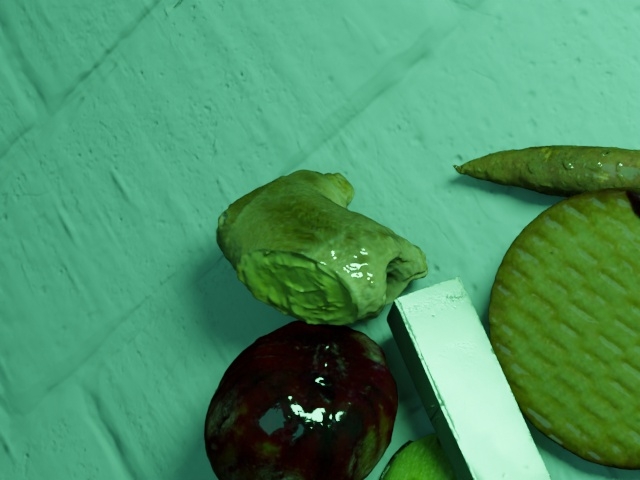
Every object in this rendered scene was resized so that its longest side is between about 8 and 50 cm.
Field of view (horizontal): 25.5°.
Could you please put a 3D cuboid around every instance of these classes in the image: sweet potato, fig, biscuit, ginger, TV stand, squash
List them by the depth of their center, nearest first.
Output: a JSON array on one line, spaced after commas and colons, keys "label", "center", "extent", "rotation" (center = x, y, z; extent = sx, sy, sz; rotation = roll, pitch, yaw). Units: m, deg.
[{"label": "biscuit", "center": [0.334, 0.099, 1.565], "extent": [0.317, 0.040, 0.318], "rotation": [3, 96, 32]}, {"label": "sweet potato", "center": [0.296, -0.080, 1.615], "extent": [0.314, 0.066, 0.072], "rotation": [9, 131, 30]}, {"label": "TV stand", "center": [0.170, 0.186, 1.635], "extent": [0.088, 0.083, 0.270], "rotation": [-18, 71, -13]}, {"label": "squash", "center": [0.129, 0.320, 1.660], "extent": [0.191, 0.085, 0.184], "rotation": [15, 93, 29]}, {"label": "fig", "center": [-0.029, 0.216, 1.688], "extent": [0.263, 0.224, 0.224], "rotation": [-39, 67, 21]}, {"label": "ginger", "center": [0.000, 0.000, 1.723], "extent": [0.275, 0.221, 0.130], "rotation": [13, 128, 15]}]
